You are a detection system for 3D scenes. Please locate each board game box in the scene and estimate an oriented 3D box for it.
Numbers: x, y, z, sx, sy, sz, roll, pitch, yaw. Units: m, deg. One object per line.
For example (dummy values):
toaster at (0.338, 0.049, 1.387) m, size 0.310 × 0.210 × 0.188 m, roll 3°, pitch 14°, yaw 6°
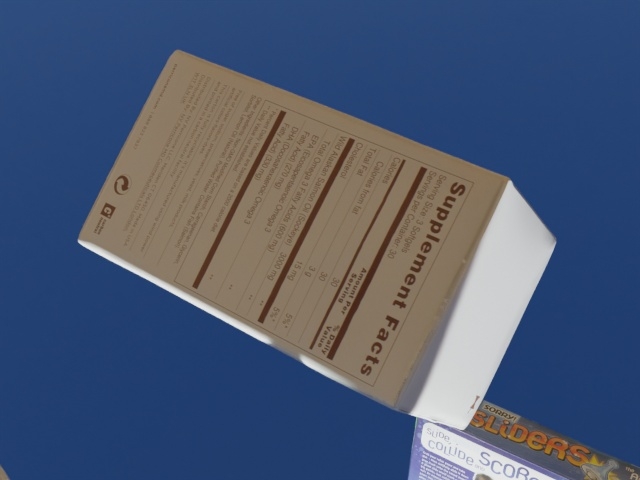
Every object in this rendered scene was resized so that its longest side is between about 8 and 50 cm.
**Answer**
board game box at (0.152, 0.189, 0.679) m, size 0.201 × 0.136 × 0.035 m, roll 22°, pitch -141°, yaw 23°

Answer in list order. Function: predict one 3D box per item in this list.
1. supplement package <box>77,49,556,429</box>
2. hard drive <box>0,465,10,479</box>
supplement package at (0.000, 0.000, 0.483) m, size 0.179 × 0.105 × 0.105 m, roll 25°, pitch -94°, yaw 27°
hard drive at (-0.342, 0.254, 0.857) m, size 0.047 × 0.353 × 0.233 m, roll -22°, pitch -114°, yaw -46°
